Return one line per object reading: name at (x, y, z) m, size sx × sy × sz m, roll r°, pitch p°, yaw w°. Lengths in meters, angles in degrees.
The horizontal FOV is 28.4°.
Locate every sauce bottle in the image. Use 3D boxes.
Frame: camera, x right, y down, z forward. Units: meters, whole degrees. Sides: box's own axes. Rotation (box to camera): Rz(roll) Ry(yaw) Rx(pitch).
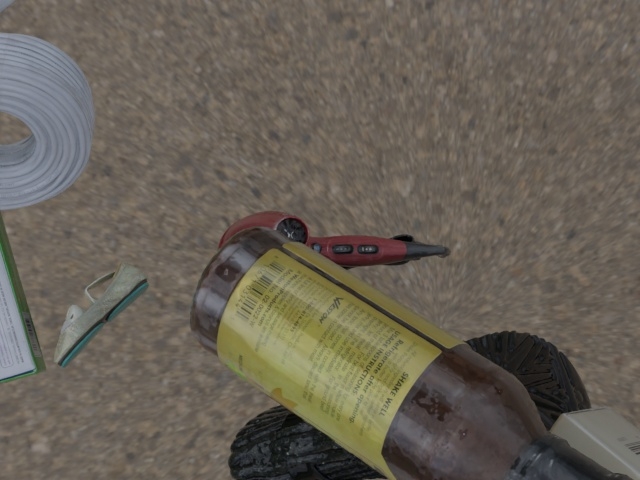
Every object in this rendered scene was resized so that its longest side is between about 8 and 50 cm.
sauce bottle at (0.062, 0.112, 0.876) m, size 0.344 × 0.111 × 0.111 m, roll 32°, pitch 89°, yaw 28°

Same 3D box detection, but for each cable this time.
cable at (-0.422, -0.151, 1.644) m, size 0.257 × 0.257 × 0.089 m, roll 9°, pitch 43°, yaw -18°

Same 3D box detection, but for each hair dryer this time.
hair dryer at (0.000, 0.000, 1.361) m, size 0.224 × 0.293 × 0.080 m, roll -14°, pitch 83°, yaw 21°

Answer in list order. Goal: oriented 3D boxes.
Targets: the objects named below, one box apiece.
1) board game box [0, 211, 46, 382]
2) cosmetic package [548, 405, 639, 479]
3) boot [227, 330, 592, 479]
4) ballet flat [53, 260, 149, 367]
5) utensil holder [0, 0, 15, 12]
board game box at (-0.443, 0.054, 1.171) m, size 0.316 × 0.064 × 0.242 m, roll -16°, pitch 86°, yaw -6°
cosmetic package at (0.176, 0.295, 0.959) m, size 0.160 × 0.113 × 0.309 m, roll 38°, pitch 105°, yaw 28°
boot at (0.098, 0.200, 1.370) m, size 0.260 × 0.348 × 0.131 m, roll -35°, pitch 58°, yaw 44°
ballet flat at (-0.281, 0.089, 1.559) m, size 0.052 × 0.057 × 0.168 m, roll 41°, pitch 55°, yaw 4°
utensil holder at (-0.278, -0.286, 0.485) m, size 0.328 × 0.385 × 0.327 m, roll -14°, pitch 65°, yaw 31°
